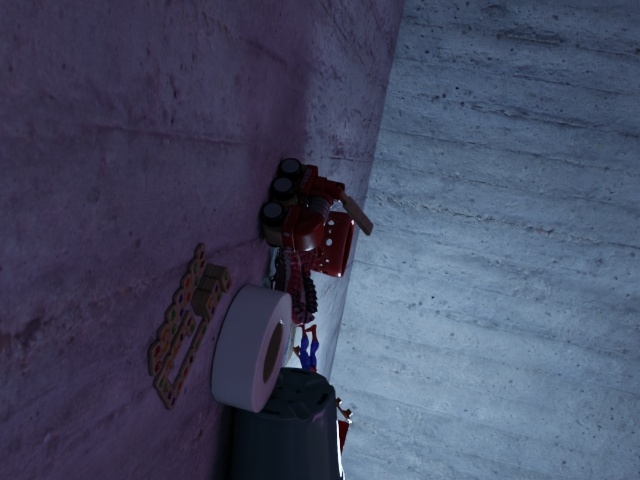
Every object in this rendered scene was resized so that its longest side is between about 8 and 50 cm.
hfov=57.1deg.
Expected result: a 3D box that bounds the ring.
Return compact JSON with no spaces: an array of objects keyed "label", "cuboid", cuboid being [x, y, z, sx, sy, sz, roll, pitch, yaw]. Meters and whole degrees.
[{"label":"ring","cuboid":[0.003,0.476,2.002,0.032,0.336,0.336,-37,161,-9]}]

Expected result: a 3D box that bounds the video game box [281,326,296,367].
[{"label":"video game box","cuboid":[-0.121,0.316,1.807,0.205,0.048,0.187,-52,156,-68]}]

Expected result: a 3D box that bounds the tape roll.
[{"label":"tape roll","cuboid":[-0.153,0.247,1.372,0.286,0.100,0.286,12,90,-80]}]

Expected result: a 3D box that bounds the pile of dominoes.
[{"label":"pile of dominoes","cuboid":[-0.222,0.153,1.038,0.196,0.040,0.251,88,16,-55]}]

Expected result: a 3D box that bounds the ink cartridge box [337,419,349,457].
[{"label":"ink cartridge box","cuboid":[-0.070,0.648,1.839,0.130,0.272,0.309,90,15,-51]}]

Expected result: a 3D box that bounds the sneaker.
[{"label":"sneaker","cuboid":[-0.084,0.078,1.563,0.121,0.112,0.299,21,62,-44]}]

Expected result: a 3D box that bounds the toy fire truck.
[{"label":"toy fire truck","cuboid":[0.002,-0.062,1.438,0.158,0.246,0.217,87,17,-55]}]

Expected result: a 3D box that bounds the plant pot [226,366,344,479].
[{"label":"plant pot","cuboid":[-0.090,0.531,1.518,0.341,0.341,0.334,-50,143,-70]}]

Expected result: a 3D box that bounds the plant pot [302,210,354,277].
[{"label":"plant pot","cuboid":[0.000,0.000,1.722,0.191,0.174,0.191,13,90,-80]}]

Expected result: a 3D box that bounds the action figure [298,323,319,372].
[{"label":"action figure","cuboid":[-0.058,0.391,1.741,0.091,0.139,0.280,29,37,-39]}]
